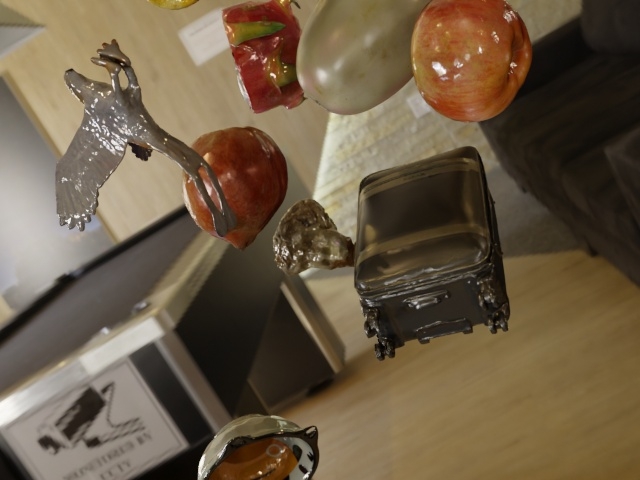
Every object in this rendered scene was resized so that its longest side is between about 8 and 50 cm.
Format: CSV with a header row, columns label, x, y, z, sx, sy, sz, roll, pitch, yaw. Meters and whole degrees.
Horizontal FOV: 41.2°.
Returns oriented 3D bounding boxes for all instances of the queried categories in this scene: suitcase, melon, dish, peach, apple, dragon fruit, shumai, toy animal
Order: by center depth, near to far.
label,x,y,z,sx,sy,sz,roll,pitch,yaw
apple,0.237,-0.285,1.330,0.164,0.210,0.209,6,30,29
toy animal,-0.290,-0.160,1.365,0.284,0.302,0.225,14,41,26
melon,0.091,-0.377,1.560,0.317,0.223,0.223,-54,12,0
suitcase,0.200,0.006,1.613,0.283,0.194,0.434,-15,35,17
peach,-0.178,-0.105,1.767,0.232,0.257,0.232,-14,3,1
dish,-0.146,0.464,1.836,0.303,0.303,0.120,-31,45,-2
shumai,0.000,0.000,1.961,0.175,0.166,0.206,5,38,25
dragon fruit,-0.117,-0.446,2.053,0.189,0.291,0.290,-14,11,0

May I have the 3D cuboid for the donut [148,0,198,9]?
label,x,y,z,sx,sy,sz,roll,pitch,yaw
donut,-0.298,-0.528,1.722,0.151,0.152,0.058,-23,51,34
